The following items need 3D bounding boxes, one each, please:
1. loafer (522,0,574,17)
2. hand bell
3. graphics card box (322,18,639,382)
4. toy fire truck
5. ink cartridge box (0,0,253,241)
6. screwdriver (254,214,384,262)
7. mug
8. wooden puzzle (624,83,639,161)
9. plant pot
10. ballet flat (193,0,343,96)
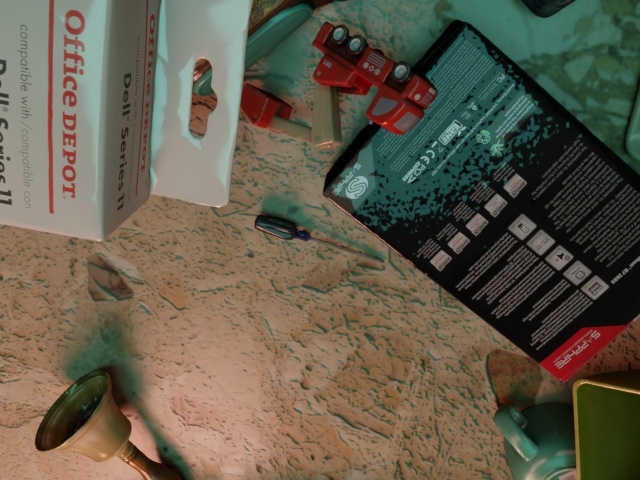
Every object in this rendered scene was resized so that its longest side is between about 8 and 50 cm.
[{"bbox_3d":[0.318,-0.324,0.578,0.302,0.109,0.095,-27,127,20],"label":"loafer"},{"bbox_3d":[-0.265,0.307,0.876,0.126,0.126,0.242,-30,118,15],"label":"hand bell"},{"bbox_3d":[0.214,-0.035,0.695,0.371,0.094,0.233,36,110,-11],"label":"graphics card box"},{"bbox_3d":[0.012,-0.145,0.636,0.192,0.047,0.135,41,108,30],"label":"toy fire truck"},{"bbox_3d":[-0.245,-0.127,0.485,0.353,0.119,0.207,10,112,0],"label":"ink cartridge box"},{"bbox_3d":[0.000,0.000,0.769,0.170,0.025,0.024,16,112,-12],"label":"screwdriver"},{"bbox_3d":[0.304,0.294,0.818,0.157,0.097,0.129,6,112,2],"label":"mug"},{"bbox_3d":[0.456,-0.191,0.640,0.221,0.044,0.239,4,112,3],"label":"wooden puzzle"},{"bbox_3d":[0.437,0.254,0.707,0.212,0.187,0.212,2,98,48],"label":"plant pot"},{"bbox_3d":[-0.018,-0.274,0.611,0.348,0.123,0.123,-28,107,14],"label":"ballet flat"}]
